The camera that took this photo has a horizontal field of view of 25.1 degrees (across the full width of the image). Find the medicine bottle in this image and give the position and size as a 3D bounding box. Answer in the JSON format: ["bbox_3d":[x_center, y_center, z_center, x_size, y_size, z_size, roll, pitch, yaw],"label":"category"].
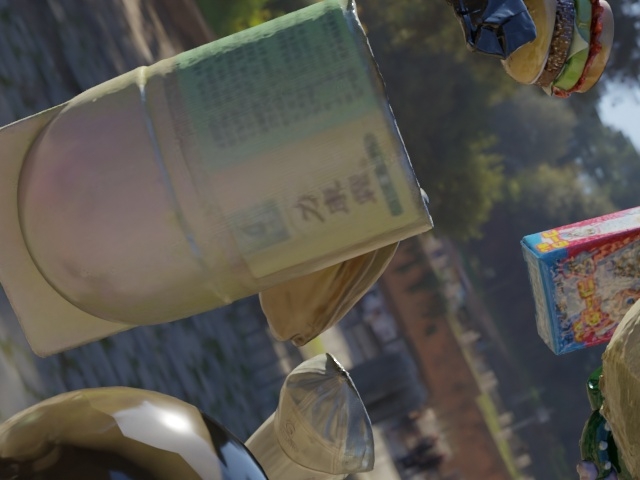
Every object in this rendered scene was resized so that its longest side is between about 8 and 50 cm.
[{"bbox_3d":[-0.121,-0.052,1.335,0.236,0.406,0.235,-20,90,-86],"label":"medicine bottle"}]

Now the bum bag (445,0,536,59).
[{"bbox_3d":[0.174,-0.279,1.556,0.049,0.087,0.197,113,-35,-56],"label":"bum bag"}]

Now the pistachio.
[{"bbox_3d":[0.000,0.000,1.783,0.163,0.260,0.212,25,29,-20],"label":"pistachio"}]

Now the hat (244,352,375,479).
[{"bbox_3d":[-0.044,0.294,2.207,0.219,0.226,0.164,53,-12,38],"label":"hat"}]

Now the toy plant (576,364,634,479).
[{"bbox_3d":[0.499,0.312,2.297,0.243,0.232,0.113,36,-21,-35],"label":"toy plant"}]

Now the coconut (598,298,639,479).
[{"bbox_3d":[0.361,0.129,1.285,0.227,0.230,0.227,41,-10,9],"label":"coconut"}]

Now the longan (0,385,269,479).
[{"bbox_3d":[-0.200,0.323,1.461,0.405,0.336,0.404,32,-14,9],"label":"longan"}]

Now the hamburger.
[{"bbox_3d":[0.328,-0.292,2.068,0.175,0.137,0.175,-171,-90,-76],"label":"hamburger"}]

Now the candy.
[{"bbox_3d":[0.448,0.040,2.013,0.100,0.306,0.157,-116,-168,-70],"label":"candy"}]
